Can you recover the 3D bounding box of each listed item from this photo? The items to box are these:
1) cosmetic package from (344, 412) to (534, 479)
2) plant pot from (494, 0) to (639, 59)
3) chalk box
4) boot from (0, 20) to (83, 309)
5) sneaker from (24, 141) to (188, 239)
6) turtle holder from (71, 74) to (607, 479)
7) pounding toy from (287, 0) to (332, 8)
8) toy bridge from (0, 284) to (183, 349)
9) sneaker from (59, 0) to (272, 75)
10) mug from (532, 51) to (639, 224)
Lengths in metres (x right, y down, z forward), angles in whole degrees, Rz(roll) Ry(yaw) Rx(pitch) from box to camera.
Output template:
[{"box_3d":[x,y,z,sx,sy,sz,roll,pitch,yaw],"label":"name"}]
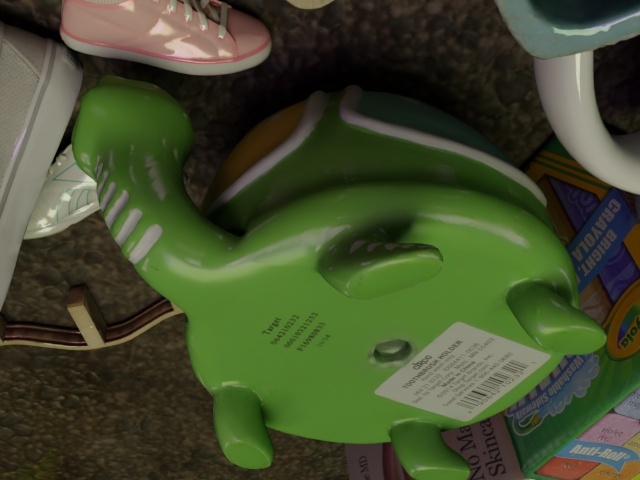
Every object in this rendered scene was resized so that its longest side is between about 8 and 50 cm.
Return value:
[{"box_3d":[0.184,0.218,0.863,0.296,0.153,0.129,-23,132,11],"label":"cosmetic package"},{"box_3d":[0.135,-0.261,0.257,0.247,0.252,0.247,-16,139,28],"label":"plant pot"},{"box_3d":[0.246,0.079,0.633,0.180,0.289,0.179,18,129,-25],"label":"chalk box"},{"box_3d":[-0.254,-0.022,0.532,0.123,0.095,0.258,19,94,-28],"label":"boot"},{"box_3d":[-0.177,-0.046,0.611,0.152,0.054,0.061,-18,119,4],"label":"sneaker"},{"box_3d":[0.004,0.013,0.570,0.320,0.228,0.243,-1,136,-8],"label":"turtle holder"},{"box_3d":[-0.029,-0.260,0.404,0.154,0.155,0.270,-40,145,-10],"label":"pounding toy"},{"box_3d":[-0.203,0.069,0.731,0.188,0.026,0.063,-11,137,1],"label":"toy bridge"},{"box_3d":[-0.093,-0.146,0.517,0.134,0.051,0.070,5,139,-9],"label":"sneaker"},{"box_3d":[0.289,-0.133,0.435,0.373,0.276,0.328,-10,127,-8],"label":"mug"}]
